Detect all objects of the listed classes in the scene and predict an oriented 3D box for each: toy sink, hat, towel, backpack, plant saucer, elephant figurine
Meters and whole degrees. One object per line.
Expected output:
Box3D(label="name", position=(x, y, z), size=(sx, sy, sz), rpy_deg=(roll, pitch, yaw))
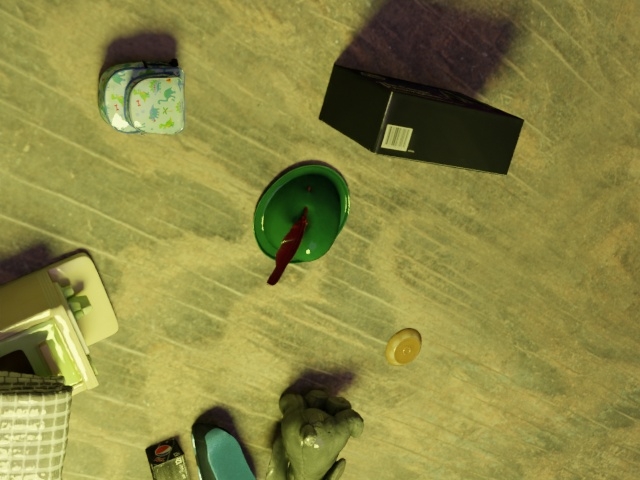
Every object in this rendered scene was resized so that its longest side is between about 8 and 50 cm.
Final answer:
Box3D(label="toy sink", position=(-0.407, 0.146, 1.221), size=(0.234, 0.131, 0.152), rpy_deg=(-24, 123, -18))
Box3D(label="hat", position=(0.000, 0.000, 1.345), size=(0.208, 0.183, 0.173), rpy_deg=(-47, 127, -2))
Box3D(label="towel", position=(-0.473, 0.289, 1.083), size=(0.284, 0.121, 0.234), rpy_deg=(4, 96, -25))
Box3D(label="backpack", position=(-0.246, -0.196, 1.177), size=(0.114, 0.084, 0.104), rpy_deg=(-5, 113, -24))
Box3D(label="plant saucer", position=(0.165, 0.211, 1.643), size=(0.084, 0.015, 0.083), rpy_deg=(-12, 118, -24))
Box3D(label="elephant figurine", position=(-0.016, 0.409, 1.540), size=(0.186, 0.169, 0.239), rpy_deg=(2, 108, -36))

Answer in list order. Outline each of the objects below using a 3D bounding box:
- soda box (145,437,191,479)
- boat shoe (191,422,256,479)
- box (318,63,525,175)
Box3D(label="soda box", position=(-0.258, 0.434, 1.489), size=(0.060, 0.053, 0.168), rpy_deg=(-19, 120, -20))
Box3D(label="boat shoe", position=(-0.165, 0.428, 1.523), size=(0.109, 0.089, 0.258), rpy_deg=(-23, 118, -34))
Box3D(label="box", position=(0.159, -0.191, 1.344), size=(0.261, 0.184, 0.103), rpy_deg=(5, 108, -31))
